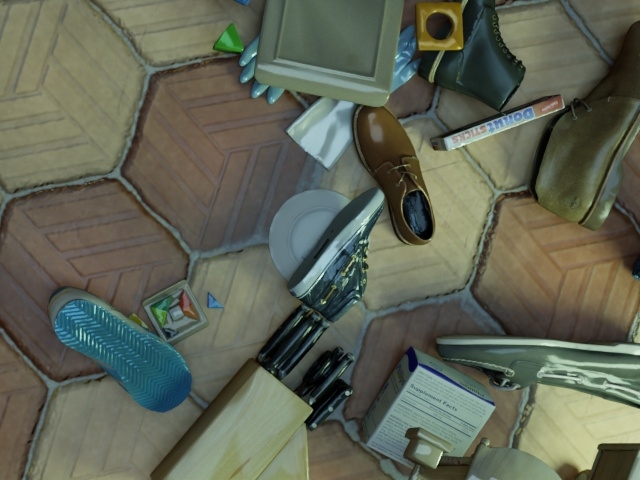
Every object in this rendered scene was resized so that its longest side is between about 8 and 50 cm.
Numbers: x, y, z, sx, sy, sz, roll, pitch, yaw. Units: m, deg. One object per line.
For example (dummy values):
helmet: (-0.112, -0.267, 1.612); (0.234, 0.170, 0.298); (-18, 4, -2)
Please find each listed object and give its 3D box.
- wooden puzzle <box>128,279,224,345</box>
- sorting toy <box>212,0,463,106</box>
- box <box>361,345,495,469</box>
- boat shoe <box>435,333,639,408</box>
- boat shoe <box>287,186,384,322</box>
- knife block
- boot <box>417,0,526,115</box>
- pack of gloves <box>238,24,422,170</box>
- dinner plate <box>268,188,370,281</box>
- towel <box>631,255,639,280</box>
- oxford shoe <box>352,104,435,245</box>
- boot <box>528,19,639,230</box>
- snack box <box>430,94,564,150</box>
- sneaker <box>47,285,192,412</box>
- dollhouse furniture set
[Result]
wooden puzzle: (-0.194, 0.099, 1.632); (0.116, 0.014, 0.078); (-36, 99, -8)
sorting toy: (0.015, -0.284, 1.609); (0.348, 0.047, 0.196); (10, 86, -9)
box: (0.144, 0.236, 1.660); (0.126, 0.072, 0.137); (29, 104, -12)
boat shoe: (0.320, 0.182, 1.690); (0.335, 0.112, 0.095); (4, 87, -15)
boat shoe: (0.041, 0.020, 1.639); (0.083, 0.065, 0.183); (40, 88, -19)
knife block: (-0.092, 0.210, 1.620); (0.276, 0.088, 0.242); (-4, 92, -11)
boot: (0.238, -0.278, 1.652); (0.137, 0.077, 0.198); (31, 99, 13)
pack of gloves: (0.019, -0.243, 1.645); (0.195, 0.046, 0.232); (42, 84, -9)
dinner plate: (0.000, 0.000, 1.666); (0.141, 0.017, 0.141); (-1, 93, -10)
towel: (0.510, 0.052, 1.763); (0.119, 0.029, 0.067); (31, 84, -11)
oxford shoe: (0.108, -0.093, 1.653); (0.076, 0.076, 0.212); (-26, 97, -8)
boot: (0.384, -0.175, 1.696); (0.115, 0.112, 0.305); (21, 90, -1)
snack box: (0.243, -0.161, 1.683); (0.178, 0.064, 0.022); (-21, 97, -10)
sneaker: (-0.256, 0.136, 1.587); (0.087, 0.092, 0.228); (-47, 120, -3)
dollhouse furniture set: (0.246, 0.280, 1.592); (0.356, 0.303, 0.173); (30, 73, -10)
